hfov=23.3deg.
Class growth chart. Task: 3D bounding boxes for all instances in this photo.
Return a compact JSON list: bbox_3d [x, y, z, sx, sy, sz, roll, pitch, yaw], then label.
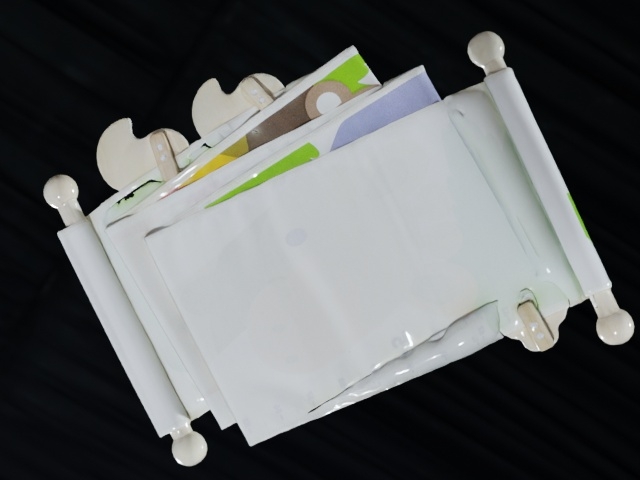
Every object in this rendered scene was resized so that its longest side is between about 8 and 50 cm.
[{"bbox_3d":[0.000,0.000,0.698,0.237,0.172,0.021,-20,176,13],"label":"growth chart"}]
